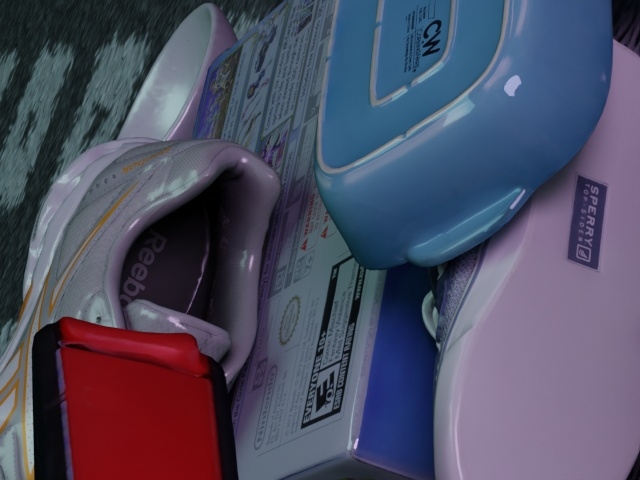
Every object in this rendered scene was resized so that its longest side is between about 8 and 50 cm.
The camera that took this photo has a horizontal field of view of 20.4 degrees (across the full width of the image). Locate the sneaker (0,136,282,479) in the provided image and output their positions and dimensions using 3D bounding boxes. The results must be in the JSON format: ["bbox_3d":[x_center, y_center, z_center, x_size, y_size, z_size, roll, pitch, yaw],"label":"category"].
[{"bbox_3d":[-0.088,0.072,0.706,0.121,0.099,0.262,-13,59,59],"label":"sneaker"}]

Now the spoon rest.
[{"bbox_3d":[-0.108,-0.012,1.019,0.137,0.084,0.276,-25,49,61],"label":"spoon rest"}]

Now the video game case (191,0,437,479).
[{"bbox_3d":[0.000,0.000,0.771,0.244,0.061,0.269,-31,42,56],"label":"video game case"}]

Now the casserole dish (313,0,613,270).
[{"bbox_3d":[0.044,-0.072,0.610,0.114,0.037,0.188,-31,35,33],"label":"casserole dish"}]

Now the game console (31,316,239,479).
[{"bbox_3d":[-0.047,0.244,0.437,0.342,0.060,0.386,-104,15,-66],"label":"game console"}]

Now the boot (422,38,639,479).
[{"bbox_3d":[0.066,0.027,0.593,0.086,0.069,0.190,-45,22,56],"label":"boot"}]
